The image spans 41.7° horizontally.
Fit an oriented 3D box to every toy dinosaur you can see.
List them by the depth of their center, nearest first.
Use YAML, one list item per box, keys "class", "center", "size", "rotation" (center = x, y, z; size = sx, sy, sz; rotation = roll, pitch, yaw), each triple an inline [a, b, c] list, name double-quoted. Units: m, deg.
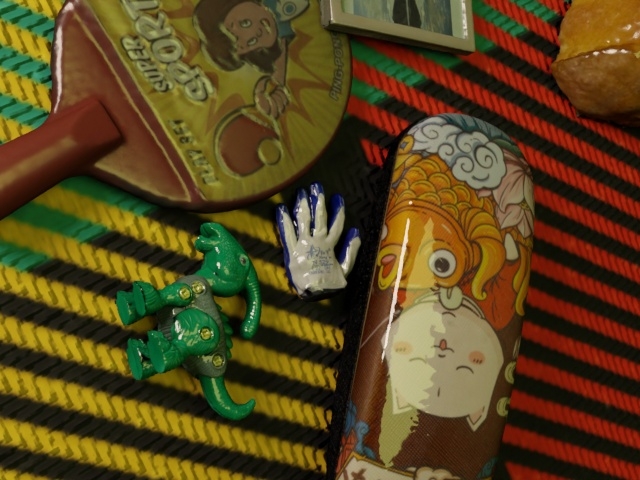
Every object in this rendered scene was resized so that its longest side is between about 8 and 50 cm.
- class: "toy dinosaur"
  center: [-0.076, 0.055, 0.553]
  size: [0.096, 0.059, 0.132]
  rotation: [-15, 84, -34]

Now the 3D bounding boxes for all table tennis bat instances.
- class: "table tennis bat"
  center: [-0.103, -0.101, 0.565]
  size: [0.310, 0.038, 0.200]
  rotation: [-37, 102, -30]

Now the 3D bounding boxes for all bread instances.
- class: "bread"
  center: [0.344, -0.173, 0.754]
  size: [0.260, 0.134, 0.129]
  rotation: [2, 83, -28]

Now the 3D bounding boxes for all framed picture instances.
- class: "framed picture"
  center: [0.058, -0.254, 0.660]
  size: [0.150, 0.015, 0.203]
  rotation: [2, 81, -35]

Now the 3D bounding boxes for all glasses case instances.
- class: "glasses case"
  center: [0.085, 0.063, 0.621]
  size: [0.122, 0.082, 0.321]
  rotation: [18, 77, -28]

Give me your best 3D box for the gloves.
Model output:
- class: "gloves"
  center: [0.000, 0.000, 0.614]
  size: [0.064, 0.026, 0.086]
  rotation: [-9, 85, -30]
